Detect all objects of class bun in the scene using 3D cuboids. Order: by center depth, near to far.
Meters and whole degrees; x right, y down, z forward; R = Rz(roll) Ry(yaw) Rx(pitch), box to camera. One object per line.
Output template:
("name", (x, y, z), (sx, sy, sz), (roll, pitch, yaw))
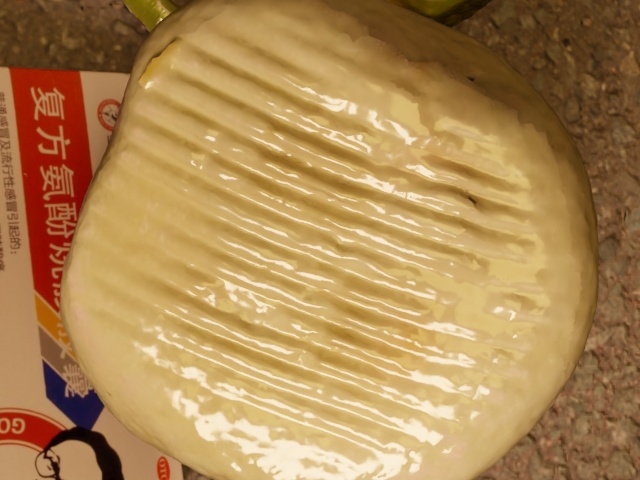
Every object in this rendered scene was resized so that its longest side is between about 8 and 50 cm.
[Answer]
("bun", (0.000, 0.000, 0.715), (0.361, 0.213, 0.361), (1, 96, 6))

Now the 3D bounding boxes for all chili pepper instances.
("chili pepper", (-0.102, -0.165, 0.875), (0.208, 0.043, 0.049), (43, 37, -14))

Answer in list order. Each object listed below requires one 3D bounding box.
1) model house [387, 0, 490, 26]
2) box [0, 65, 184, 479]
("model house", (0.076, -0.266, 0.833), (0.215, 0.237, 0.303), (39, 76, -11))
("box", (-0.219, 0.051, 0.766), (0.214, 0.069, 0.353), (-4, 87, -41))
